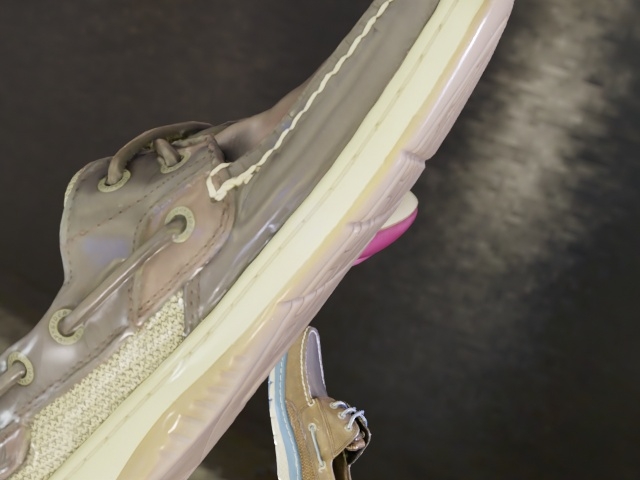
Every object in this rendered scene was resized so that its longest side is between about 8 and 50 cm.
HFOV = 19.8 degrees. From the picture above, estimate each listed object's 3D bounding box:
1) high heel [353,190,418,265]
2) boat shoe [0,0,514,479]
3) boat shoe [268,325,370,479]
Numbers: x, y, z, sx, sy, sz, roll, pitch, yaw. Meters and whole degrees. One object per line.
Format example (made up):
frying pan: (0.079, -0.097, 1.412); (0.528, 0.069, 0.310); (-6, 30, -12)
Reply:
high heel: (0.000, 0.000, 1.078); (0.082, 0.117, 0.244); (25, 19, -2)
boat shoe: (-0.048, 0.007, 0.615); (0.092, 0.285, 0.103); (40, 16, 6)
boat shoe: (0.003, 0.150, 1.393); (0.066, 0.183, 0.066); (-7, -7, 16)
